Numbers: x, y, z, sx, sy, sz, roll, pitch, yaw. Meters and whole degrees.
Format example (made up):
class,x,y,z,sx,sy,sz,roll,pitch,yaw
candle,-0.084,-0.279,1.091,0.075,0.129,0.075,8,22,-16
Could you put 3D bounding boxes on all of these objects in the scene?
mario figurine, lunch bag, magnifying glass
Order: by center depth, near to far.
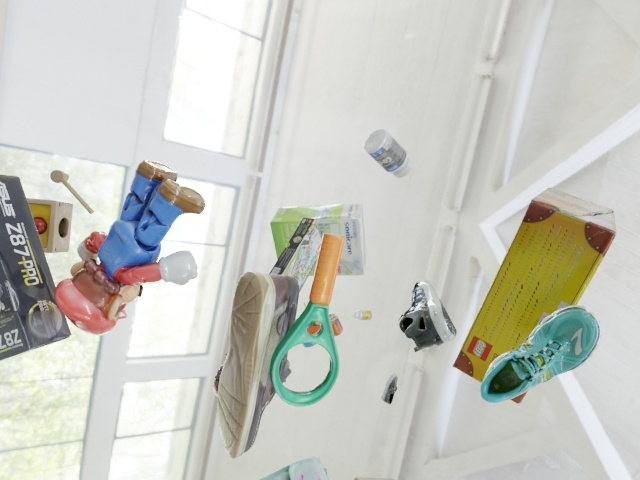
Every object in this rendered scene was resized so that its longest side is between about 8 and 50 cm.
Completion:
class,x,y,z,sx,sy,sz,roll,pitch,yaw
magnifying glass,-0.006,0.105,0.571,0.026,0.092,0.231,-156,-102,-72
mario figurine,-0.321,0.026,0.765,0.321,0.170,0.198,-53,-150,9
lunch bag,-0.073,0.733,1.169,0.160,0.262,0.223,91,-26,-44

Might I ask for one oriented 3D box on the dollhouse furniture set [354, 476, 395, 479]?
class,x,y,z,sx,sy,sz,roll,pitch,yaw
dollhouse furniture set,0.178,0.951,1.361,0.303,0.173,0.356,-8,-114,58

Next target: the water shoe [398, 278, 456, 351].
class,x,y,z,sx,sy,sz,roll,pitch,yaw
water shoe,0.166,0.120,0.740,0.080,0.203,0.073,-27,-86,8

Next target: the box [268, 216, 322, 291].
class,x,y,z,sx,sy,sz,roll,pitch,yaw
box,-0.058,0.052,1.119,0.036,0.114,0.207,9,-130,25

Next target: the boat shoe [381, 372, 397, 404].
class,x,y,z,sx,sy,sz,roll,pitch,yaw
boat shoe,0.263,0.547,1.619,0.040,0.049,0.142,33,-53,31

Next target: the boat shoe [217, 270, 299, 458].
class,x,y,z,sx,sy,sz,roll,pitch,yaw
boat shoe,-0.087,0.183,0.643,0.102,0.092,0.285,24,-73,54

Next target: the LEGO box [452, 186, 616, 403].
class,x,y,z,sx,sy,sz,roll,pitch,yaw
LEGO box,0.594,0.130,1.215,0.193,0.372,0.500,27,-67,26

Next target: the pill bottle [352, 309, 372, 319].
class,x,y,z,sx,sy,sz,roll,pitch,yaw
pill bottle,0.182,0.324,1.904,0.043,0.083,0.043,-19,-112,61

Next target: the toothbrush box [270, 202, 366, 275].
class,x,y,z,sx,sy,sz,roll,pitch,yaw
toothbrush box,0.000,0.000,1.423,0.122,0.283,0.206,-73,159,-59

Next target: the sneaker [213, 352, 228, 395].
class,x,y,z,sx,sy,sz,roll,pitch,yaw
sneaker,-0.244,0.371,1.424,0.121,0.299,0.112,42,-31,1

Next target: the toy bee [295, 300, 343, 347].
class,x,y,z,sx,sy,sz,roll,pitch,yaw
toy bee,-0.053,0.315,1.665,0.162,0.298,0.195,-62,152,-64

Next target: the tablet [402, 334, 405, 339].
class,x,y,z,sx,sy,sz,roll,pitch,yaw
tablet,0.239,0.220,1.112,0.083,0.054,0.006,-40,-109,-7

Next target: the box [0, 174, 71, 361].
class,x,y,z,sx,sy,sz,roll,pitch,yaw
box,-0.684,0.092,0.822,0.394,0.097,0.318,-21,-94,19

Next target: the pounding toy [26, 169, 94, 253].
class,x,y,z,sx,sy,sz,roll,pitch,yaw
pounding toy,-0.664,-0.075,1.070,0.094,0.181,0.206,-171,-94,-87

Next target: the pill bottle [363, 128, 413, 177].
class,x,y,z,sx,sy,sz,roll,pitch,yaw
pill bottle,0.190,-0.236,1.206,0.078,0.137,0.078,-32,-140,31

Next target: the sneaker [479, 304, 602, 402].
class,x,y,z,sx,sy,sz,roll,pitch,yaw
sneaker,0.426,0.237,0.860,0.107,0.110,0.275,51,-60,27
